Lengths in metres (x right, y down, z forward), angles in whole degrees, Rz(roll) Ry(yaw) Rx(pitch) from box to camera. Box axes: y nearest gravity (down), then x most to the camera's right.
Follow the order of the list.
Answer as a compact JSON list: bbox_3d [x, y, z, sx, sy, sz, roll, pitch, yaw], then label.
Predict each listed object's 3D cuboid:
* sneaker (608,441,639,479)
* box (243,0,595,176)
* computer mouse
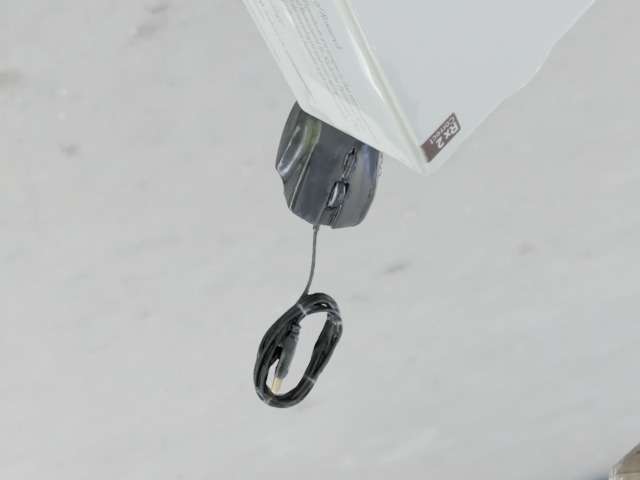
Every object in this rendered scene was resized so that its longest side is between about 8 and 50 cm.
[{"bbox_3d":[0.239,0.109,0.997,0.188,0.066,0.071,-4,174,-34],"label":"sneaker"},{"bbox_3d":[0.053,-0.169,1.031,0.181,0.119,0.182,-47,138,-16],"label":"box"},{"bbox_3d":[0.000,0.000,1.229,0.071,0.242,0.041,6,-169,-22],"label":"computer mouse"}]
